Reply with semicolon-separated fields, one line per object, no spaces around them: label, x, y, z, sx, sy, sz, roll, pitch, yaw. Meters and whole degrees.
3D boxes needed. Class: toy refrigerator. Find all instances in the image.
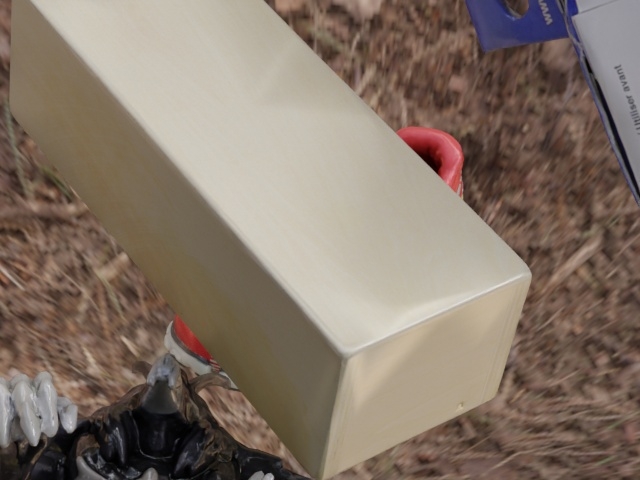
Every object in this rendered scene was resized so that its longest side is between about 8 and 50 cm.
toy refrigerator;-0.033;-0.023;0.864;0.102;0.094;0.269;-23;54;-29

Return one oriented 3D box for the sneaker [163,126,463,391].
sneaker;0.000;0.000;1.184;0.107;0.279;0.118;24;125;23

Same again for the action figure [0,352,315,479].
action figure;-0.079;0.130;0.812;0.164;0.141;0.275;15;45;-4

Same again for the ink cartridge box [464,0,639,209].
ink cartridge box;0.226;-0.184;0.805;0.395;0.151;0.270;-19;99;20
